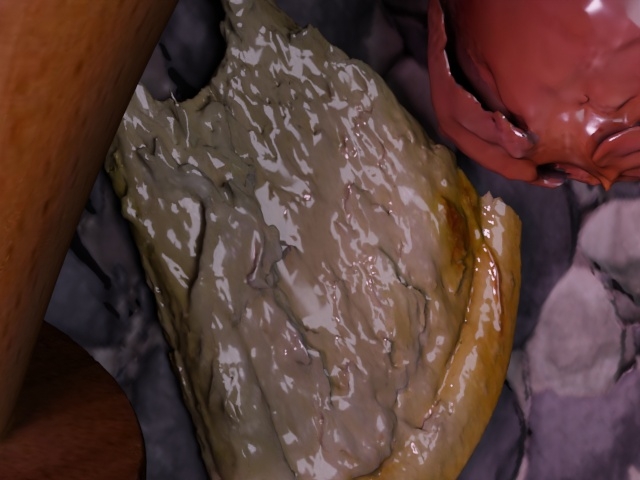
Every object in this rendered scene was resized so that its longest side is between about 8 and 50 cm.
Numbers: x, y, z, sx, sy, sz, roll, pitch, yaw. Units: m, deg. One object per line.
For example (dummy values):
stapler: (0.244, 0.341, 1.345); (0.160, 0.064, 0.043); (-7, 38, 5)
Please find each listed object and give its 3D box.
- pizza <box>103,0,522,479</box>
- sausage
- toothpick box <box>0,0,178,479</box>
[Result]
pizza: (0.000, 0.000, 0.778); (0.181, 0.034, 0.262); (-33, 109, -29)
sausage: (0.129, -0.156, 0.795); (0.152, 0.152, 0.279); (19, 79, -34)
toothpick box: (-0.117, -0.025, 0.506); (0.192, 0.192, 0.294); (2, 117, -35)
